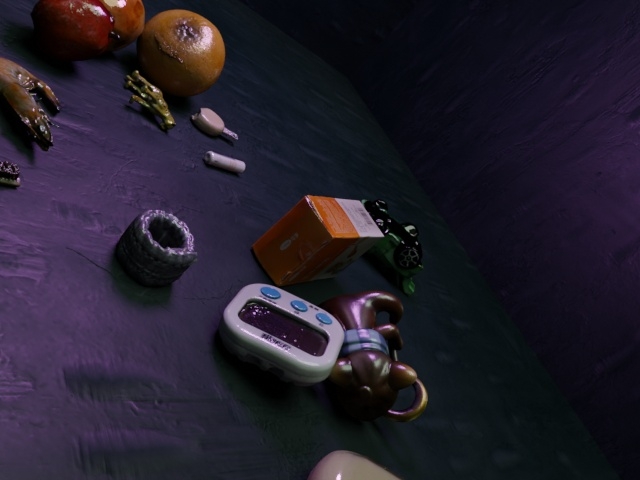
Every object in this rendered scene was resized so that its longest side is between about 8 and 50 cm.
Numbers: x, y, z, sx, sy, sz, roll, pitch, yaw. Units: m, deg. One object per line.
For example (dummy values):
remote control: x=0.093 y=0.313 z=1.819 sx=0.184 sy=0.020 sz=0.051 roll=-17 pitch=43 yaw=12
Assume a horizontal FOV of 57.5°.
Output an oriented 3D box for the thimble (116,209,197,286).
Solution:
thimble: x=-0.334 y=0.014 z=1.196 sx=0.150 sy=0.098 sz=0.150 roll=37 pitch=25 yaw=-20

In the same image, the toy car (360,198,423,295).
toy car: x=0.254 y=0.013 z=2.140 sx=0.358 sy=0.176 sz=0.213 roll=38 pitch=24 yaw=-13

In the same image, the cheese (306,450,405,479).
cheese: x=0.078 y=0.522 z=1.068 sx=0.266 sy=0.127 sz=0.233 roll=36 pitch=29 yaw=-20

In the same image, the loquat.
loquat: x=-0.425 y=-0.570 z=1.779 sx=0.263 sy=0.263 sz=0.263 roll=38 pitch=25 yaw=-21

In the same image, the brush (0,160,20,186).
brush: x=-0.632 y=-0.134 z=0.992 sx=0.248 sy=0.036 sz=0.043 roll=10 pitch=39 yaw=-55

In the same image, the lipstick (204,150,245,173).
lipstick: x=-0.287 y=-0.234 z=1.746 sx=0.141 sy=0.040 sz=0.040 roll=11 pitch=42 yaw=-53

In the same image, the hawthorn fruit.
hawthorn fruit: x=-0.606 y=-0.535 z=1.462 sx=0.202 sy=0.185 sz=0.185 roll=9 pitch=34 yaw=-11

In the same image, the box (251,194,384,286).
box: x=0.000 y=0.000 z=1.636 sx=0.143 sy=0.225 sz=0.341 roll=56 pitch=24 yaw=17

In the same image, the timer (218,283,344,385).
timer: x=-0.084 y=0.202 z=1.271 sx=0.262 sy=0.087 sz=0.237 roll=25 pitch=26 yaw=4

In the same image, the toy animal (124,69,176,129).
toy animal: x=-0.483 y=-0.403 z=1.660 sx=0.136 sy=0.073 sz=0.181 roll=36 pitch=12 yaw=-44

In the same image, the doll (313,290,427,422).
doll: x=0.103 y=0.281 z=1.447 sx=0.318 sy=0.209 sz=0.340 roll=4 pitch=36 yaw=-13

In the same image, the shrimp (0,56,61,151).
shrimp: x=-0.613 y=-0.291 z=1.260 sx=0.296 sy=0.058 sz=0.169 roll=51 pitch=21 yaw=18

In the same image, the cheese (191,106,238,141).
cheese: x=-0.337 y=-0.371 z=1.868 sx=0.171 sy=0.047 sz=0.092 roll=12 pitch=44 yaw=-53

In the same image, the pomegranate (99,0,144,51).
pomegranate: x=-0.605 y=-0.644 z=1.630 sx=0.215 sy=0.215 sz=0.215 roll=38 pitch=25 yaw=-21
